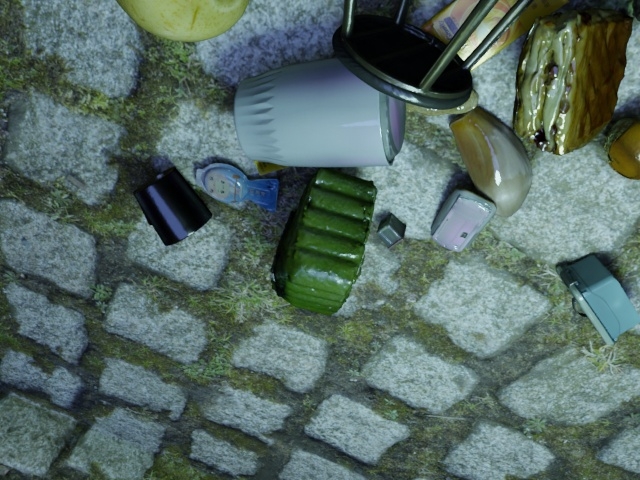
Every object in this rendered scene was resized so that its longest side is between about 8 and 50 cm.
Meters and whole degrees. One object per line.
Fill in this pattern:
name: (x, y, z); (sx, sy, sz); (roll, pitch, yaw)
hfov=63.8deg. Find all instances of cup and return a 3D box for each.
cup: (0.004, -0.294, 1.205); (0.371, 0.253, 0.254); (-1, 124, 16)
cup: (-0.464, -0.089, 1.505); (0.239, 0.166, 0.177); (-22, 113, 23)

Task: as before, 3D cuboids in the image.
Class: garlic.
garlic: (0.436, -0.195, 1.282); (0.143, 0.112, 0.318); (-25, 105, 29)

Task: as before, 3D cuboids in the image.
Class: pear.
pear: (-0.298, -0.569, 1.067); (0.309, 0.309, 0.309); (6, 125, 8)

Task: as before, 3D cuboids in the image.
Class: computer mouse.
computer mouse: (0.379, -0.056, 1.378); (0.125, 0.056, 0.245); (26, 149, 7)

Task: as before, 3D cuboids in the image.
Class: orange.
orange: (0.727, -0.214, 1.170); (0.134, 0.157, 0.157); (-26, 117, 3)

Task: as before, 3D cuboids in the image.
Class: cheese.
cheese: (-0.240, -0.154, 1.473); (0.244, 0.052, 0.135); (14, 132, 3)

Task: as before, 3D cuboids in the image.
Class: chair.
chair: (0.228, -0.489, 0.921); (0.362, 0.364, 0.410); (40, 135, 14)

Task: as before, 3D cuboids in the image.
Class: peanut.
peanut: (0.287, -0.338, 1.224); (0.174, 0.080, 0.080); (0, 124, 16)

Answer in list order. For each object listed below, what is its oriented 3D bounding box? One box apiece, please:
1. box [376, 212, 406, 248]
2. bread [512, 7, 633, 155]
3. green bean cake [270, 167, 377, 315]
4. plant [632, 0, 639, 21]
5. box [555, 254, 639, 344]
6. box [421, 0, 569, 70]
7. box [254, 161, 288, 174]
box: (0.199, -0.028, 1.449); (0.060, 0.085, 0.063); (-35, 105, 31)
bread: (0.503, -0.337, 1.069); (0.167, 0.324, 0.278); (22, 127, 41)
green bean cake: (0.000, 0.000, 1.331); (0.218, 0.335, 0.319); (15, 154, -3)
plant: (0.731, -0.475, 0.995); (0.203, 0.131, 0.143); (-8, 121, 3)
box: (0.758, 0.159, 1.411); (0.130, 0.162, 0.227); (-36, 111, 18)
box: (0.372, -0.492, 1.117); (0.269, 0.043, 0.152); (-34, 108, 28)
box: (-0.113, -0.238, 1.410); (0.156, 0.022, 0.089); (-10, 123, 19)
